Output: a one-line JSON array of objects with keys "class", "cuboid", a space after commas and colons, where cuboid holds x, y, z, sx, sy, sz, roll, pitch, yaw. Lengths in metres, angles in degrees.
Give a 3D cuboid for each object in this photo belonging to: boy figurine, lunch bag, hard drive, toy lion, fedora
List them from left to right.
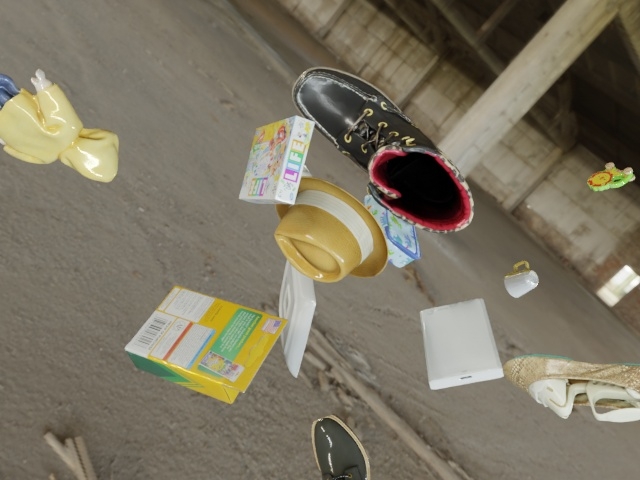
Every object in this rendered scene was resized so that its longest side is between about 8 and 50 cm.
[{"class": "boy figurine", "cuboid": [-0.436, -0.188, 0.928, 0.285, 0.177, 0.092, 28, 44, -26]}, {"class": "fedora", "cuboid": [0.000, 0.000, 0.865, 0.194, 0.194, 0.079, 41, 56, 0]}, {"class": "lunch bag", "cuboid": [0.212, -0.040, 1.781, 0.176, 0.090, 0.219, 36, 37, -37]}, {"class": "hard drive", "cuboid": [0.407, 0.298, 1.789, 0.307, 0.203, 0.040, -84, 158, -57]}, {"class": "toy lion", "cuboid": [0.796, -0.169, 1.677, 0.034, 0.096, 0.100, 55, -7, -29]}]

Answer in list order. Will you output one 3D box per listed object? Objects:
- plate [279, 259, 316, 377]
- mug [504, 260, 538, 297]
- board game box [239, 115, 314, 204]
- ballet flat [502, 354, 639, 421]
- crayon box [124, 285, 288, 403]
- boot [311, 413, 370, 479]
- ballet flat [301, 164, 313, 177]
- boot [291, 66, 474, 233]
[{"class": "plate", "cuboid": [-0.069, 0.161, 1.564, 0.045, 0.277, 0.278, 4, 39, -11]}, {"class": "mug", "cuboid": [0.484, 0.091, 1.459, 0.062, 0.064, 0.078, -11, 75, -40]}, {"class": "board game box", "cuboid": [-0.060, -0.100, 0.785, 0.026, 0.103, 0.154, 14, -2, -24]}, {"class": "ballet flat", "cuboid": [0.316, 0.180, 0.727, 0.073, 0.206, 0.067, 58, 43, -32]}, {"class": "crayon box", "cuboid": [-0.249, 0.236, 1.378, 0.323, 0.083, 0.203, 13, 49, 25]}, {"class": "boot", "cuboid": [0.032, 0.351, 0.854, 0.198, 0.077, 0.137, 66, 8, 11]}, {"class": "ballet flat", "cuboid": [-0.074, -0.135, 1.270, 0.203, 0.074, 0.074, 13, -3, 35]}, {"class": "boot", "cuboid": [0.106, -0.162, 1.053, 0.377, 0.138, 0.284, 39, 16, -9]}]
